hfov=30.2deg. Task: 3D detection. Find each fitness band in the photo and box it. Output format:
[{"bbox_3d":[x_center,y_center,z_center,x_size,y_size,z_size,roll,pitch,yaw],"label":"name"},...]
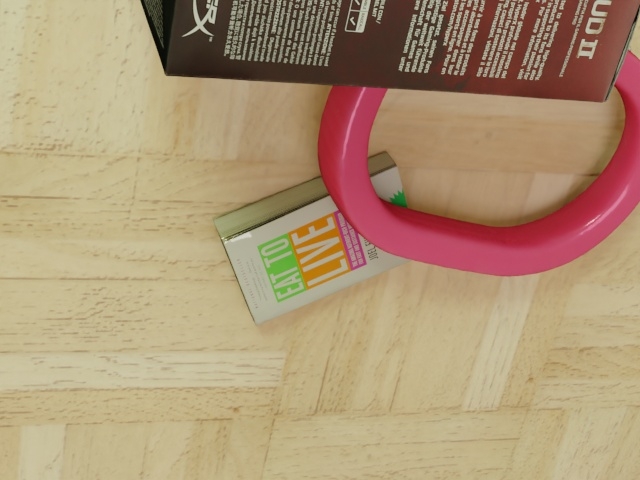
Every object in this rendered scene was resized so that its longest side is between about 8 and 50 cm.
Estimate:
[{"bbox_3d":[0.135,-0.072,0.890,0.290,0.054,0.209,11,115,-32],"label":"fitness band"}]

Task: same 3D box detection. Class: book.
[{"bbox_3d":[0.000,0.000,0.927,0.144,0.035,0.096,-23,128,-6],"label":"book"}]

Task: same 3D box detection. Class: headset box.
[{"bbox_3d":[0.040,-0.183,0.703,0.293,0.218,0.110,2,124,-18],"label":"headset box"}]
